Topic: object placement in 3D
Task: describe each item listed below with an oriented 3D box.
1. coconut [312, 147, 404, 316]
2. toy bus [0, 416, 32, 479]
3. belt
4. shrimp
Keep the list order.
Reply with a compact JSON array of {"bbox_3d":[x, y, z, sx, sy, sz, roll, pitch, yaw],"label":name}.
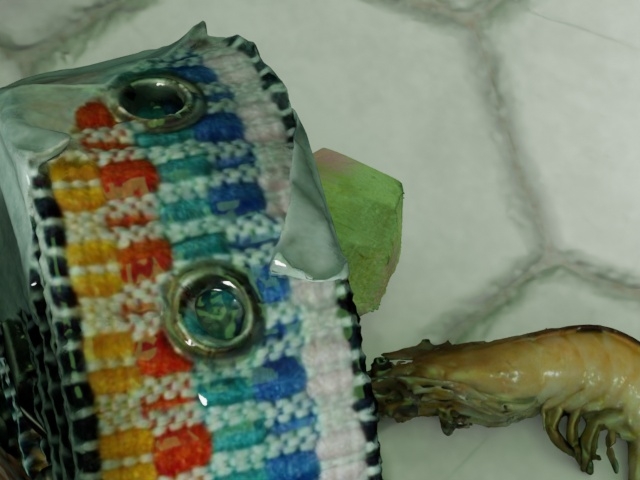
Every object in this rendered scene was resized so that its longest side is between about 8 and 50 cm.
[{"bbox_3d":[0.000,0.000,0.788,0.081,0.083,0.082,20,20,-3],"label":"coconut"},{"bbox_3d":[-0.210,0.019,0.643,0.093,0.092,0.409,-36,50,-7],"label":"toy bus"},{"bbox_3d":[-0.071,0.042,0.677,0.150,0.207,0.258,-10,71,-20],"label":"belt"},{"bbox_3d":[0.097,0.102,0.784,0.178,0.034,0.124,-4,70,-20],"label":"shrimp"}]
